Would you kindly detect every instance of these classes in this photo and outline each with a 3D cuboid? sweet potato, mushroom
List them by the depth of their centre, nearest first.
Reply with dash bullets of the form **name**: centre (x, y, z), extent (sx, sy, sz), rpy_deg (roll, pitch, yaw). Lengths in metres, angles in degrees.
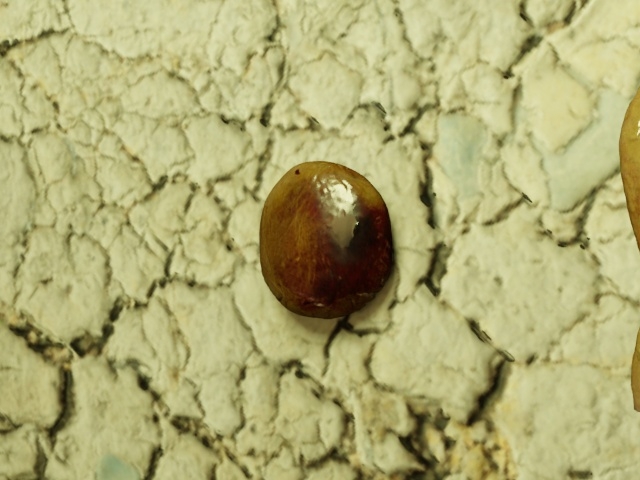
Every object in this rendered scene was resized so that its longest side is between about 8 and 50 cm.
- **sweet potato**: centre (0.244, -0.020, 1.350), extent (0.067, 0.059, 0.281), rpy_deg (-2, 95, 18)
- **mushroom**: centre (0.000, 0.000, 1.481), extent (0.123, 0.052, 0.123), rpy_deg (3, 96, 31)
